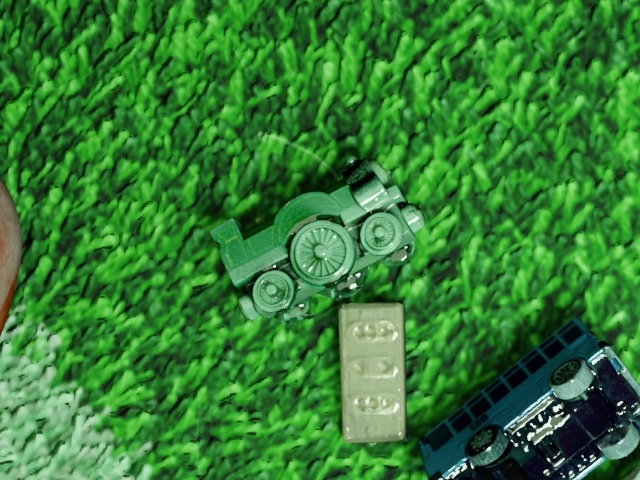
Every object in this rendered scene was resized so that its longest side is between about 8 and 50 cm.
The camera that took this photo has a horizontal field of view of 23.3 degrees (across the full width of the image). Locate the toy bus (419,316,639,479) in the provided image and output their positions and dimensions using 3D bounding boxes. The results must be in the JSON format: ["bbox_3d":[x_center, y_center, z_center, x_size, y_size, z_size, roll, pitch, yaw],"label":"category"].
[{"bbox_3d":[0.172,0.157,1.268,0.184,0.106,0.090,-38,110,3],"label":"toy bus"}]

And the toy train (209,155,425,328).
[{"bbox_3d":[0.000,0.000,1.335,0.178,0.071,0.105,-29,69,6],"label":"toy train"}]

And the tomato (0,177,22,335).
[{"bbox_3d":[-0.395,0.015,1.314,0.270,0.227,0.270,-1,80,8],"label":"tomato"}]

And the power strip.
[{"bbox_3d":[0.045,0.115,1.331,0.056,0.032,0.123,-2,84,10],"label":"power strip"}]

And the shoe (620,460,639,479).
[{"bbox_3d":[0.319,0.167,1.252,0.265,0.095,0.110,-42,79,5],"label":"shoe"}]
